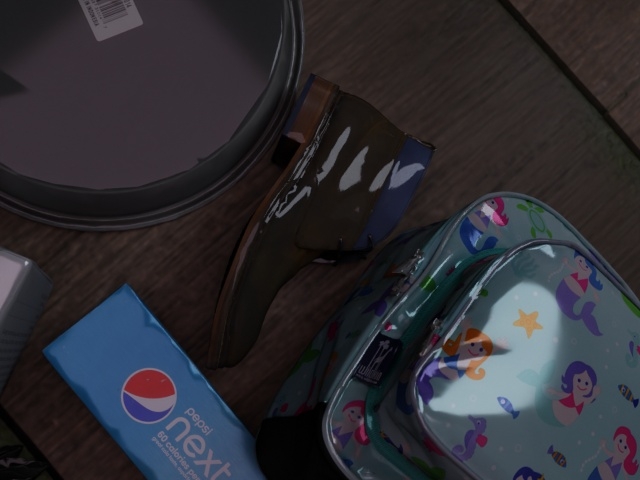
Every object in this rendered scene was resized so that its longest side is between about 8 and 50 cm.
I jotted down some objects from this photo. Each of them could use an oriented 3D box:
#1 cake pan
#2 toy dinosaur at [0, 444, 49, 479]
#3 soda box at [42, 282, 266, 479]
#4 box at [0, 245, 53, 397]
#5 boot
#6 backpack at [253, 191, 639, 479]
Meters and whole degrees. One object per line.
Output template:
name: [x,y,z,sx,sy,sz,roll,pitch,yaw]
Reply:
cake pan: [-0.151,-0.154,0.734,0.293,0.054,0.293,1,84,-10]
toy dinosaur: [-0.255,0.248,0.634,0.321,0.164,0.218,13,99,-29]
soda box: [-0.090,0.132,0.708,0.071,0.067,0.210,-40,92,-12]
box: [-0.270,0.035,0.628,0.181,0.182,0.119,24,80,-7]
boot: [0.000,0.000,0.730,0.106,0.082,0.219,22,79,-4]
backpack: [0.112,0.097,0.676,0.225,0.191,0.253,44,52,-12]
